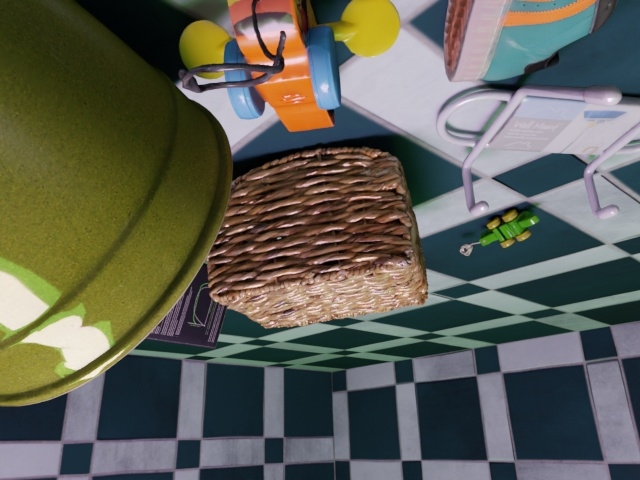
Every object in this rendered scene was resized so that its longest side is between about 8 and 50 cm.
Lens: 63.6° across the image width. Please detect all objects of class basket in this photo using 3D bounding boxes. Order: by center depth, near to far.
[{"bbox_3d":[0.000,0.000,0.801,0.300,0.213,0.223,-12,157,12],"label":"basket"}]

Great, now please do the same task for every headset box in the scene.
[{"bbox_3d":[-0.324,0.063,0.792,0.247,0.131,0.283,7,169,37],"label":"headset box"}]

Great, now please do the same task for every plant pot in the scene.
[{"bbox_3d":[-0.322,-0.100,0.409,0.367,0.366,0.353,-11,145,22],"label":"plant pot"}]

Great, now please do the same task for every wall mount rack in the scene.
[{"bbox_3d":[0.334,-0.124,0.624,0.351,0.130,0.304,1,158,-9],"label":"wall mount rack"}]

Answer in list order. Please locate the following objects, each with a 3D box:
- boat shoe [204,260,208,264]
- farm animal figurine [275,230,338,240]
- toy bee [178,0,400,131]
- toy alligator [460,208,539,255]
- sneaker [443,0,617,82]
[{"bbox_3d":[-0.239,-0.037,0.869,0.096,0.088,0.268,-37,140,29],"label":"boat shoe"},{"bbox_3d":[0.010,0.068,1.033,0.331,0.172,0.326,4,158,-13],"label":"farm animal figurine"},{"bbox_3d":[-0.025,-0.191,0.446,0.196,0.162,0.298,-6,-175,-12],"label":"toy bee"},{"bbox_3d":[0.352,-0.019,1.009,0.051,0.056,0.190,-37,-179,-36],"label":"toy alligator"},{"bbox_3d":[0.180,-0.228,0.392,0.121,0.108,0.302,-3,167,1],"label":"sneaker"}]
